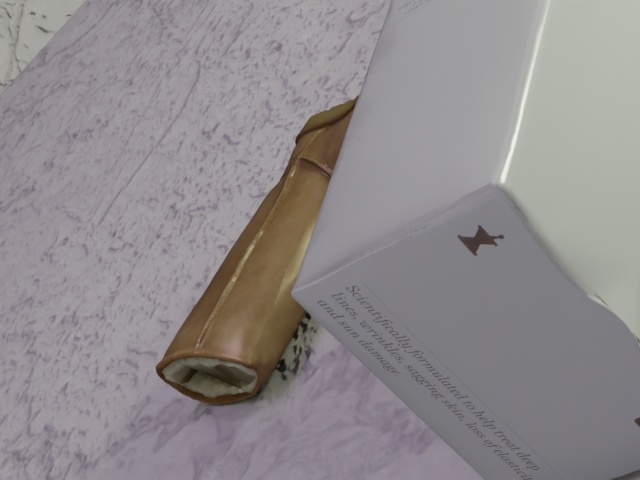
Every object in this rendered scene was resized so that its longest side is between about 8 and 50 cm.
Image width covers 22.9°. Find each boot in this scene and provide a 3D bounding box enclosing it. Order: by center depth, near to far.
[{"bbox_3d":[0.000,0.000,1.272,0.236,0.089,0.269,-27,29,58],"label":"boot"}]

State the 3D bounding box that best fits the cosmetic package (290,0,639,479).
[{"bbox_3d":[0.143,-0.059,0.967,0.156,0.217,0.385,-26,29,37],"label":"cosmetic package"}]
